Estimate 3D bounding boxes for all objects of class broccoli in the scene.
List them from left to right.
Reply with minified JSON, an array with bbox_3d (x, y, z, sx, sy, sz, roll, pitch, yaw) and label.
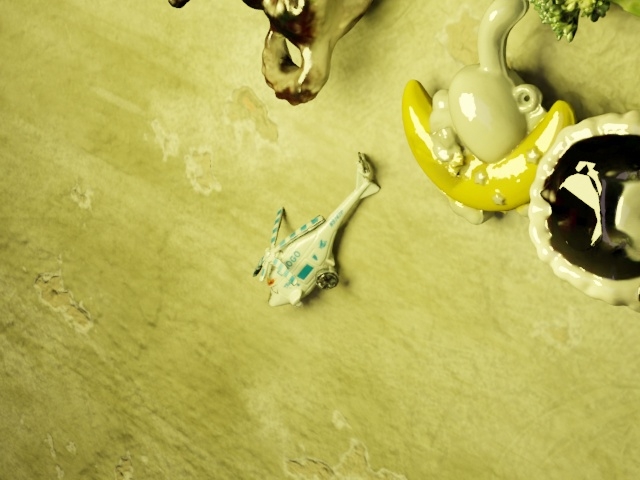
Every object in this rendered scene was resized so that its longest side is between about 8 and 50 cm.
[{"bbox_3d":[0.309,-0.297,0.951,0.160,0.167,0.154,30,159,-5],"label":"broccoli"}]

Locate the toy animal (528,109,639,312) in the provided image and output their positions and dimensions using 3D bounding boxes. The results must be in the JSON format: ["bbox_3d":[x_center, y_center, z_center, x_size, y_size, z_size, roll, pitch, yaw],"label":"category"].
[{"bbox_3d":[0.338,-0.036,0.962,0.156,0.204,0.208,22,105,52],"label":"toy animal"}]

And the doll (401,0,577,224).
[{"bbox_3d":[0.206,-0.141,1.078,0.237,0.111,0.252,-23,91,55],"label":"doll"}]

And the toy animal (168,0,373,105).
[{"bbox_3d":[-0.076,-0.366,1.161,0.344,0.194,0.303,36,118,29],"label":"toy animal"}]

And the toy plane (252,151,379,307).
[{"bbox_3d":[0.000,-0.007,1.308,0.273,0.107,0.182,-56,25,8],"label":"toy plane"}]
